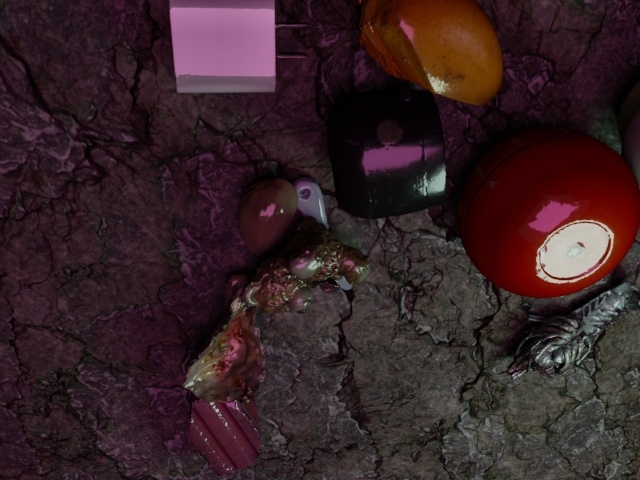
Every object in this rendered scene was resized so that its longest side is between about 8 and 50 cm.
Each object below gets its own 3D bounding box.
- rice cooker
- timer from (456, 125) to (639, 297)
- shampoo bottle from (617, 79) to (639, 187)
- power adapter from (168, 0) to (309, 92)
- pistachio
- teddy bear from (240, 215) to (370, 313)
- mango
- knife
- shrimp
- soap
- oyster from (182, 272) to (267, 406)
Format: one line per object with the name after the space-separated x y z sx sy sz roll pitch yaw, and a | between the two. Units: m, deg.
0.129 -0.176 1.219 0.225 0.267 0.267 -8 120 6 | rice cooker
0.491 -0.053 1.322 0.378 0.279 0.377 -4 122 -6 | timer
0.794 -0.207 1.234 0.323 0.317 0.322 -6 133 -7 | shampoo bottle
-0.148 -0.374 1.139 0.255 0.124 0.187 -1 120 -7 | power adapter
-0.118 -0.057 1.320 0.125 0.124 0.184 8 125 -12 | pistachio
-0.053 0.075 1.356 0.256 0.156 0.267 -45 150 20 | teddy bear
0.226 -0.371 1.162 0.350 0.201 0.199 23 137 -27 | mango
-0.002 0.000 1.419 0.080 0.044 0.331 -18 123 2 | knife
0.651 0.254 1.590 0.411 0.166 0.221 -36 85 -3 | shrimp
-0.256 0.474 1.596 0.182 0.112 0.289 -25 119 5 | soap
-0.221 0.236 1.456 0.198 0.133 0.336 4 112 -26 | oyster
